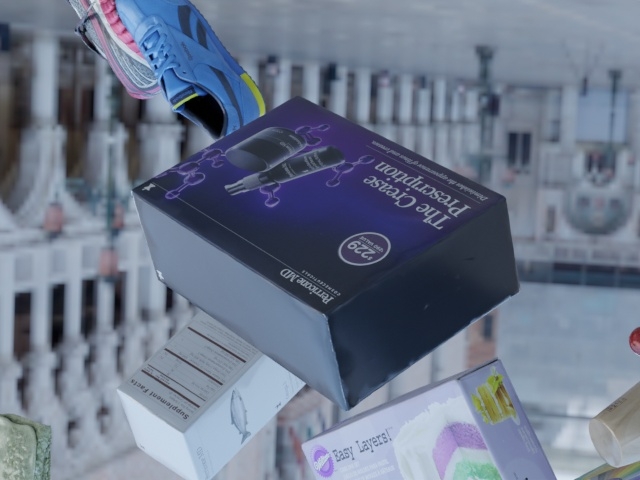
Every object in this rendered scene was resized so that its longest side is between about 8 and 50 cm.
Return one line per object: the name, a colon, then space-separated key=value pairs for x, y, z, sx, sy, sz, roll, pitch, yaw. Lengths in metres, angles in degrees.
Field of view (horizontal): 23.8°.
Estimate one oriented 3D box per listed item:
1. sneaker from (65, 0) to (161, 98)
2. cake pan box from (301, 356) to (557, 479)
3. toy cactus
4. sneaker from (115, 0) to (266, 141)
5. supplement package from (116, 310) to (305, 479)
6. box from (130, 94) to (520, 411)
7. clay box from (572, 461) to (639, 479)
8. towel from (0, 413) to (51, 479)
sneaker: x=-0.271 y=-0.301 z=1.824 sx=0.121 sy=0.299 sz=0.112 roll=-21 pitch=159 yaw=-38
cake pan box: x=0.116 y=0.258 z=1.399 sx=0.070 sy=0.246 sz=0.267 roll=-18 pitch=173 yaw=-39
toy cactus: x=0.250 y=0.082 z=0.955 sx=0.180 sy=0.112 sz=0.219 roll=-24 pitch=-164 yaw=-20
sneaker: x=-0.145 y=-0.186 z=1.569 sx=0.069 sy=0.209 sz=0.082 roll=-43 pitch=177 yaw=36
supplement package: x=-0.115 y=0.157 z=1.642 sx=0.105 sy=0.105 sz=0.179 roll=28 pitch=-123 yaw=31
box: x=0.000 y=0.000 z=1.212 sx=0.184 sy=0.103 sz=0.261 roll=-35 pitch=-140 yaw=-24
clay box: x=0.282 y=0.187 z=1.144 sx=0.127 sy=0.053 sz=0.222 roll=-25 pitch=-178 yaw=-8
towel: x=-0.274 y=0.222 z=1.305 sx=0.110 sy=0.148 sz=0.027 roll=3 pitch=178 yaw=42
